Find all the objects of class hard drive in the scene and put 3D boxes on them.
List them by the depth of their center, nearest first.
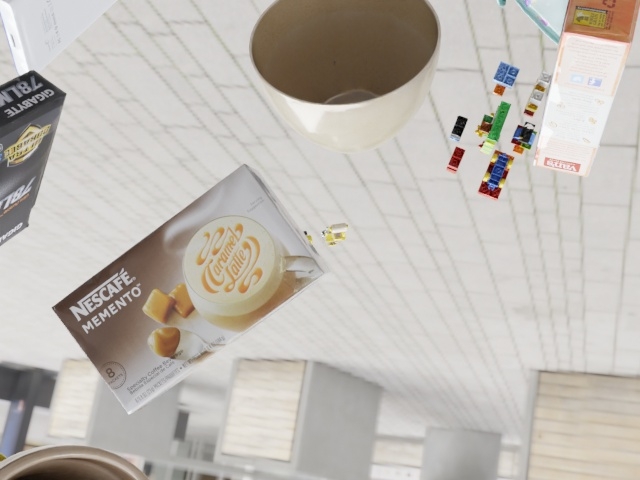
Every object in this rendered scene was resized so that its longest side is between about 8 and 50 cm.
[{"bbox_3d":[-0.516,-0.499,1.878,0.040,0.318,0.210,28,149,13],"label":"hard drive"}]

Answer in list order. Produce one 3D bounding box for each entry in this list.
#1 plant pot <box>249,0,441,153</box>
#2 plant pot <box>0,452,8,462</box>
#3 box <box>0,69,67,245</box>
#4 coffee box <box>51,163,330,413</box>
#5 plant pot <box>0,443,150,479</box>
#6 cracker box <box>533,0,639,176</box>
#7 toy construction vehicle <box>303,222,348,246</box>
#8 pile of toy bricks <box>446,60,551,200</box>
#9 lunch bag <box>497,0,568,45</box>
[{"bbox_3d":[0.046,-0.245,1.431,0.284,0.284,0.191,6,145,13],"label":"plant pot"},{"bbox_3d":[-0.607,0.444,1.647,0.134,0.095,0.134,44,-179,-1],"label":"plant pot"},{"bbox_3d":[-0.499,-0.062,1.283,0.073,0.295,0.293,35,130,7],"label":"box"},{"bbox_3d":[-0.131,0.050,0.968,0.247,0.141,0.098,-35,177,4],"label":"coffee box"},{"bbox_3d":[-0.348,0.377,1.130,0.263,0.262,0.229,20,161,-31],"label":"plant pot"},{"bbox_3d":[0.276,-0.193,0.949,0.067,0.155,0.232,13,154,13],"label":"cracker box"},{"bbox_3d":[0.000,0.000,1.365,0.086,0.035,0.098,-8,175,-17],"label":"toy construction vehicle"},{"bbox_3d":[0.263,-0.164,1.401,0.118,0.212,0.105,23,170,6],"label":"pile of toy bricks"},{"bbox_3d":[0.365,-0.438,1.496,0.262,0.223,0.160,39,116,-5],"label":"lunch bag"}]
